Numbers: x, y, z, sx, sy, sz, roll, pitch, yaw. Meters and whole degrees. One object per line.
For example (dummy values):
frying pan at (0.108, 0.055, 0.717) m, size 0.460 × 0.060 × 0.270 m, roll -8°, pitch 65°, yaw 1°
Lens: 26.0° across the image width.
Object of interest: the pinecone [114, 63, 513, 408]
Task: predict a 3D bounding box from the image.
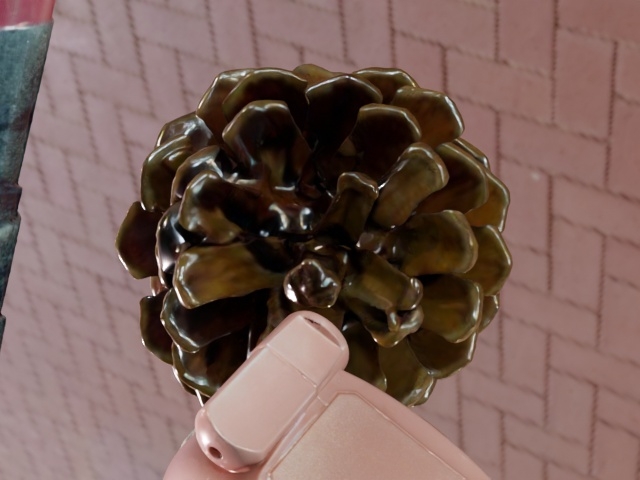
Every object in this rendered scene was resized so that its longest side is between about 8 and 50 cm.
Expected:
pinecone at (0.000, 0.000, 1.199) m, size 0.384 × 0.384 × 0.384 m, roll 25°, pitch 141°, yaw 22°

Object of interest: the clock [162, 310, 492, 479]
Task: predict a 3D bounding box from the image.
clock at (-0.002, 0.199, 0.817) m, size 0.227 × 0.142 × 0.241 m, roll 39°, pitch 138°, yaw 7°

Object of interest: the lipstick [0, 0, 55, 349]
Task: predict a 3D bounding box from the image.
lipstick at (-0.143, -0.015, 0.580) m, size 0.053 × 0.053 × 0.234 m, roll 25°, pitch 109°, yaw 22°
